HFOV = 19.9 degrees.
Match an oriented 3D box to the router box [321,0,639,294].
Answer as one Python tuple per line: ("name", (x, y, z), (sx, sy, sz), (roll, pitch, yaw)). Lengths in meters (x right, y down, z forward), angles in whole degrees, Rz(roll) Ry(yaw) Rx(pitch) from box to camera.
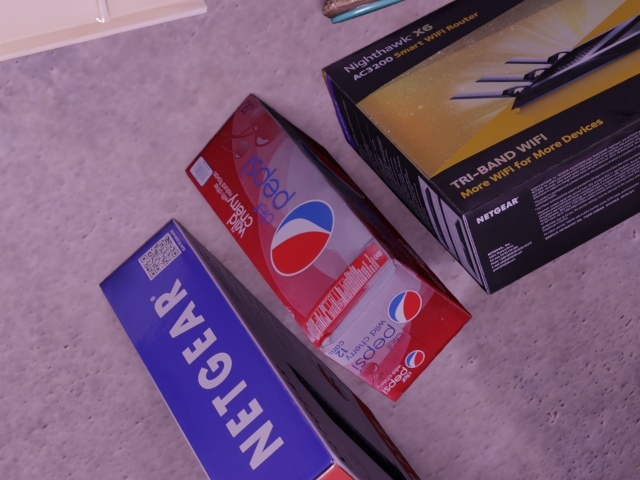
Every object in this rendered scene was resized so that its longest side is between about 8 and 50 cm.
("router box", (0.190, -0.117, 1.358), (0.309, 0.243, 0.081), (-28, 128, -10))

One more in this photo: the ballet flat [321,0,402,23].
("ballet flat", (0.089, -0.218, 1.368), (0.206, 0.073, 0.067), (-18, 98, -20))

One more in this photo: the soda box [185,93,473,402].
("soda box", (0.000, 0.000, 1.318), (0.083, 0.263, 0.092), (-48, 128, 8))

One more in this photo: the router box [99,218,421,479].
("router box", (0.000, 0.172, 1.377), (0.082, 0.335, 0.301), (-42, 129, 2))

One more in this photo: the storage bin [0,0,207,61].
("storage bin", (-0.229, -0.213, 1.074), (0.260, 0.262, 0.123), (-15, 127, -18))
